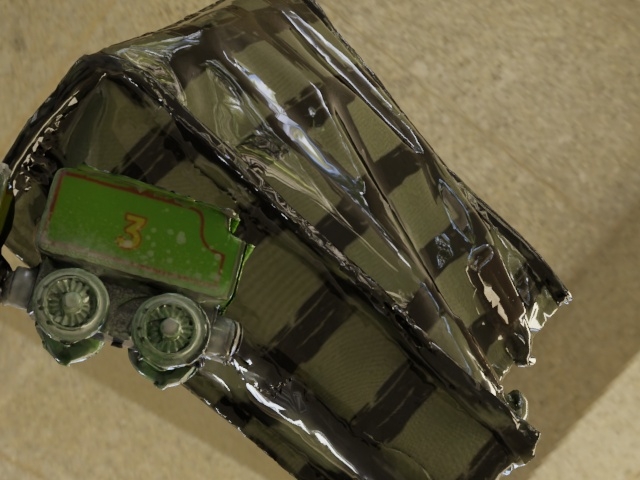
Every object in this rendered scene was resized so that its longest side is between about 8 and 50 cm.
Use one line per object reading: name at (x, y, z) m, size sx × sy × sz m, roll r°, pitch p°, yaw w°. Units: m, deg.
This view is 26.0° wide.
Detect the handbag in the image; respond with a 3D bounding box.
handbag at (0.000, 0.000, 0.878) m, size 0.327 × 0.325 × 0.162 m, roll 42°, pitch -66°, yaw 1°

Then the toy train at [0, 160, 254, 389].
toy train at (-0.128, 0.003, 0.586) m, size 0.202 × 0.060 × 0.081 m, roll 16°, pitch -108°, yaw -8°
